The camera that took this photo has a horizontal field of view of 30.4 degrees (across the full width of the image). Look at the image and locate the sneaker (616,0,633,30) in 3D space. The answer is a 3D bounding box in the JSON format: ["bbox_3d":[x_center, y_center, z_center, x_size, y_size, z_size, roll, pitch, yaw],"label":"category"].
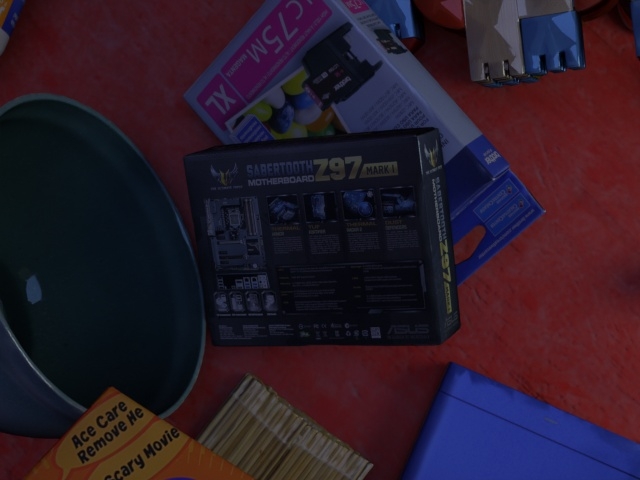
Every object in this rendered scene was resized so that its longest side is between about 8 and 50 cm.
[{"bbox_3d":[0.295,-0.276,1.139,0.061,0.065,0.158,-33,85,-3],"label":"sneaker"}]

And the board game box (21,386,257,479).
[{"bbox_3d":[-0.119,0.402,0.814,0.356,0.356,0.356,30,50,14],"label":"board game box"}]

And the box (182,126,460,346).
[{"bbox_3d":[0.000,0.000,1.050,0.232,0.059,0.183,-4,101,25],"label":"box"}]

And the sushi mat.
[{"bbox_3d":[-0.105,0.291,1.105,0.151,0.019,0.316,37,85,5],"label":"sushi mat"}]

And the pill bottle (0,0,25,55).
[{"bbox_3d":[-0.345,-0.259,1.099,0.152,0.152,0.272,20,84,3],"label":"pill bottle"}]

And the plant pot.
[{"bbox_3d":[-0.264,0.046,1.023,0.196,0.293,0.293,-22,84,25],"label":"plant pot"}]

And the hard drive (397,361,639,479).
[{"bbox_3d":[0.154,0.300,1.091,0.210,0.040,0.319,24,85,3],"label":"hard drive"}]

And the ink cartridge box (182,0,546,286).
[{"bbox_3d":[0.036,-0.082,1.082,0.311,0.065,0.186,48,119,3],"label":"ink cartridge box"}]

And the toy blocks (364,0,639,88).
[{"bbox_3d":[0.182,-0.258,1.078,0.381,0.191,0.261,-6,92,19],"label":"toy blocks"}]
